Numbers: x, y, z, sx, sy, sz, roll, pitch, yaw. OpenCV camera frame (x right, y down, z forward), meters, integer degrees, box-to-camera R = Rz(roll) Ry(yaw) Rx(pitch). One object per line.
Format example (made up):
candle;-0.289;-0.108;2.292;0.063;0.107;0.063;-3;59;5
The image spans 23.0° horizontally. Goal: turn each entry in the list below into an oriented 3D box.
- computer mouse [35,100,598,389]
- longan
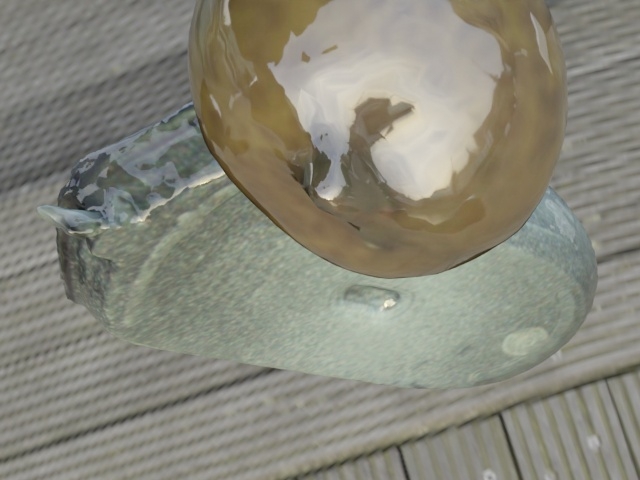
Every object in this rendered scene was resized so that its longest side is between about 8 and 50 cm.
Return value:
computer mouse;0.000;-0.004;0.567;0.113;0.229;0.068;-50;40;34
longan;0.014;-0.039;0.404;0.092;0.113;0.113;-24;58;24
